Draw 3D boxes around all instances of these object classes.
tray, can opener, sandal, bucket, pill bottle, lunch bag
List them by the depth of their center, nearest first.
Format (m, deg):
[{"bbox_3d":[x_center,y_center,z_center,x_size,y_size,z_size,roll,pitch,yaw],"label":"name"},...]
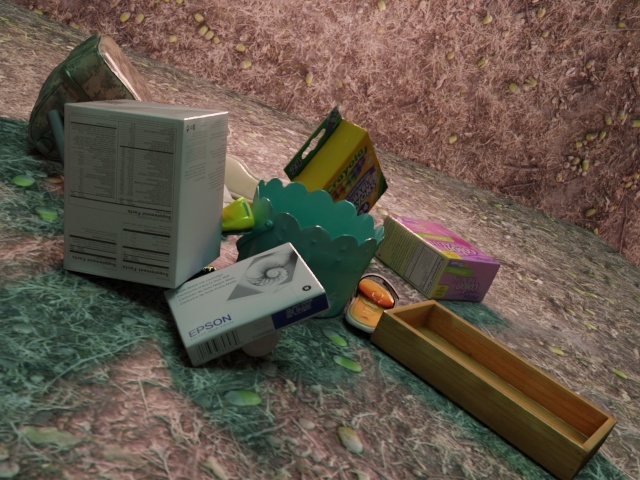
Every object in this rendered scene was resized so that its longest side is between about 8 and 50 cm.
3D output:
[{"bbox_3d":[-0.113,0.129,1.075,0.065,0.065,0.116,13,21,-29],"label":"pill bottle"},{"bbox_3d":[0.309,0.254,1.220,0.411,0.076,0.203,35,21,30],"label":"tray"},{"bbox_3d":[-0.030,0.013,1.322,0.281,0.183,0.281,21,17,-7],"label":"bucket"},{"bbox_3d":[-0.486,-0.161,1.358,0.280,0.074,0.093,60,-5,26],"label":"can opener"},{"bbox_3d":[0.116,0.115,1.368,0.102,0.076,0.265,26,16,3],"label":"sandal"},{"bbox_3d":[-0.550,-0.325,1.569,0.212,0.256,0.305,57,2,-30],"label":"lunch bag"}]

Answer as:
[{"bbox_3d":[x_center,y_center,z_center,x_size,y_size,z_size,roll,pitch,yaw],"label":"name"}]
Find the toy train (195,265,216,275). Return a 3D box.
[{"bbox_3d":[-0.227,0.055,1.231,0.024,0.017,0.083,25,15,39],"label":"toy train"}]

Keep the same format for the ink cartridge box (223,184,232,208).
[{"bbox_3d":[-0.343,-0.134,1.397,0.371,0.069,0.175,22,29,-47],"label":"ink cartridge box"}]

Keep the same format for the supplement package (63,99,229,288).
[{"bbox_3d":[-0.282,-0.087,1.100,0.198,0.262,0.199,9,15,10],"label":"supplement package"}]

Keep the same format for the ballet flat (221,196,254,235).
[{"bbox_3d":[-0.218,-0.045,1.265,0.231,0.077,0.077,-3,10,37],"label":"ballet flat"}]

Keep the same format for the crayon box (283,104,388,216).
[{"bbox_3d":[0.048,-0.147,1.624,0.083,0.203,0.323,32,-12,29],"label":"crayon box"}]

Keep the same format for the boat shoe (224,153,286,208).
[{"bbox_3d":[-0.189,-0.120,1.656,0.324,0.096,0.116,27,58,23],"label":"boat shoe"}]

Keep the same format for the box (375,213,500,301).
[{"bbox_3d":[0.296,0.045,1.736,0.214,0.117,0.243,7,24,-41],"label":"box"}]

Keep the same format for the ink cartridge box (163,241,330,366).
[{"bbox_3d":[-0.128,0.078,1.054,0.223,0.045,0.224,-22,33,-14],"label":"ink cartridge box"}]
